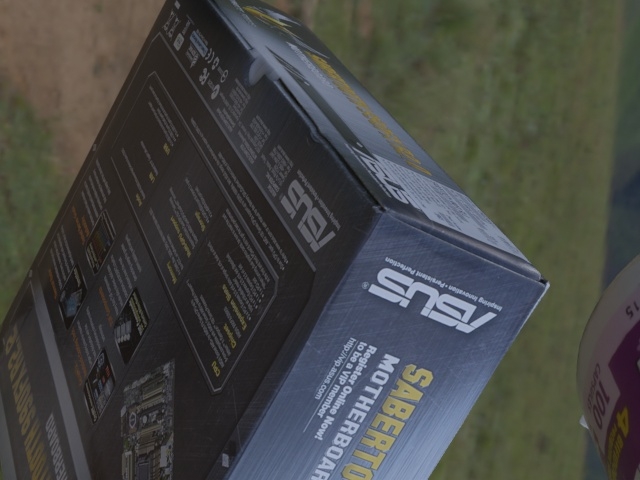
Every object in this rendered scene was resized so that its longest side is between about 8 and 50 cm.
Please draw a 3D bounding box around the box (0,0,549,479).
[{"bbox_3d":[-0.038,0.030,0.466,0.183,0.056,0.231,-61,-153,14],"label":"box"}]

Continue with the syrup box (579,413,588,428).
[{"bbox_3d":[0.259,0.097,0.869,0.237,0.093,0.096,8,113,-55],"label":"syrup box"}]

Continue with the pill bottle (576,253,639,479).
[{"bbox_3d":[0.214,0.130,0.539,0.301,0.169,0.169,-103,-170,-53],"label":"pill bottle"}]
